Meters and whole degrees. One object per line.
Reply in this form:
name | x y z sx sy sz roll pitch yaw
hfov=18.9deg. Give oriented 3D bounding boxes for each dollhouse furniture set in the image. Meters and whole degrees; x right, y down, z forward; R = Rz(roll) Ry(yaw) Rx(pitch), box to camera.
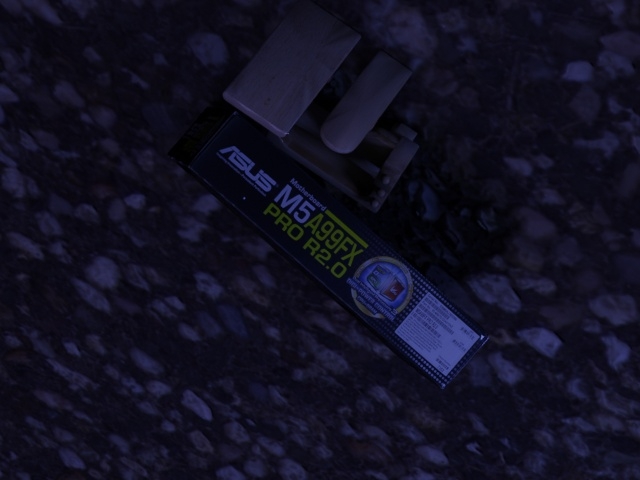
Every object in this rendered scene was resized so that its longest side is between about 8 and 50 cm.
dollhouse furniture set | -0.007 -0.075 1.537 0.144 0.123 0.151 34 144 2

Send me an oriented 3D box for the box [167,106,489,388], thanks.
box | 0.000 0.000 1.575 0.270 0.060 0.216 41 179 -9
